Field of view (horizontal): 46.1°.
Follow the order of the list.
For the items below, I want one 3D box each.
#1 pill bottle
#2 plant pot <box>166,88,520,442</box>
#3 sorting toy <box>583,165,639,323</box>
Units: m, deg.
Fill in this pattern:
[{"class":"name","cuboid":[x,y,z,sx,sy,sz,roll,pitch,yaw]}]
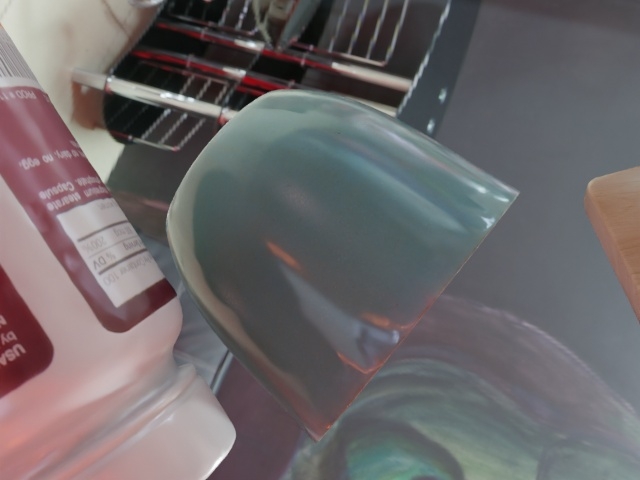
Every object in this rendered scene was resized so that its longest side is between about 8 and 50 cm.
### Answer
[{"class":"pill bottle","cuboid":[-0.244,0.033,0.552,0.224,0.392,0.224,-32,-177,2]},{"class":"plant pot","cuboid":[0.000,0.000,0.709,0.293,0.235,0.293,-50,171,-11]},{"class":"sorting toy","cuboid":[0.336,0.055,0.484,0.089,0.257,0.255,76,0,-60]}]
